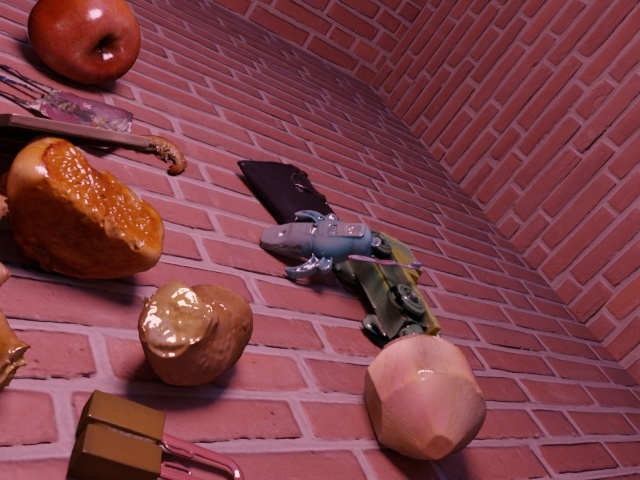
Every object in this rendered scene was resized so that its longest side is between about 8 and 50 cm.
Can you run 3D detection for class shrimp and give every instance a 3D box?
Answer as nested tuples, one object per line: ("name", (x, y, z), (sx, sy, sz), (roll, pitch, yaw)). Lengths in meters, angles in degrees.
("shrimp", (-0.382, -0.198, 1.424), (0.124, 0.034, 0.178), (55, 26, 20))

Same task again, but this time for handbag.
("handbag", (-0.078, -0.123, 1.634), (0.211, 0.089, 0.254), (-7, 50, -50))

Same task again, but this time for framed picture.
("framed picture", (-0.481, -0.181, 1.038), (0.324, 0.020, 0.240), (8, 4, 38))

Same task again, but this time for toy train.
("toy train", (0.180, 0.125, 1.482), (0.237, 0.150, 0.369), (25, 28, -39))

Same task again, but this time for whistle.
("whistle", (0.000, 0.000, 1.400), (0.273, 0.093, 0.186), (2, 50, 9))

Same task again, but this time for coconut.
("coconut", (0.196, 0.290, 1.131), (0.237, 0.197, 0.237), (35, 19, -14))

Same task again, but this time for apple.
("apple", (-0.566, -0.498, 1.478), (0.253, 0.253, 0.253), (30, 25, -16))

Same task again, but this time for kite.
("kite", (-0.581, -0.306, 1.331), (0.360, 0.022, 0.204), (27, 30, -12))

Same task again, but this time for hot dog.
("hot dog", (-0.382, -0.033, 0.968), (0.256, 0.153, 0.150), (42, 30, -32))

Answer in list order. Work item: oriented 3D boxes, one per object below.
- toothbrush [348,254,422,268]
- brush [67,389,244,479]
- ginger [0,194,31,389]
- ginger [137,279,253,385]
("toothbrush", (0.145, 0.047, 1.371), (0.193, 0.019, 0.013), (8, 38, -27))
("brush", (-0.196, 0.277, 0.797), (0.233, 0.047, 0.103), (27, 26, -23))
("ginger", (-0.488, 0.014, 0.738), (0.236, 0.166, 0.375), (16, 31, -49))
("ginger", (-0.186, 0.139, 0.952), (0.138, 0.152, 0.267), (13, 3, 10))
